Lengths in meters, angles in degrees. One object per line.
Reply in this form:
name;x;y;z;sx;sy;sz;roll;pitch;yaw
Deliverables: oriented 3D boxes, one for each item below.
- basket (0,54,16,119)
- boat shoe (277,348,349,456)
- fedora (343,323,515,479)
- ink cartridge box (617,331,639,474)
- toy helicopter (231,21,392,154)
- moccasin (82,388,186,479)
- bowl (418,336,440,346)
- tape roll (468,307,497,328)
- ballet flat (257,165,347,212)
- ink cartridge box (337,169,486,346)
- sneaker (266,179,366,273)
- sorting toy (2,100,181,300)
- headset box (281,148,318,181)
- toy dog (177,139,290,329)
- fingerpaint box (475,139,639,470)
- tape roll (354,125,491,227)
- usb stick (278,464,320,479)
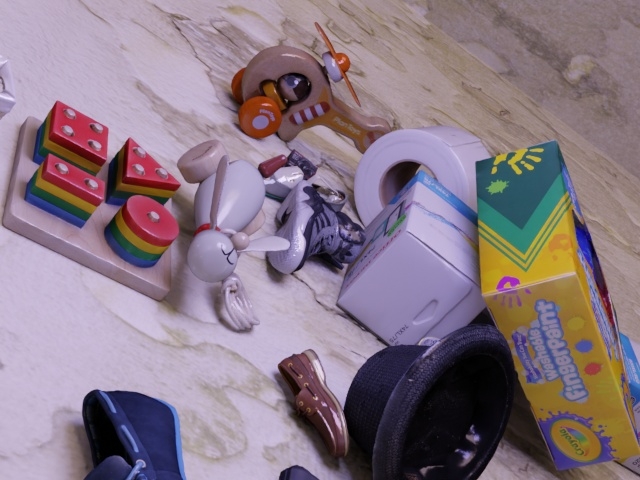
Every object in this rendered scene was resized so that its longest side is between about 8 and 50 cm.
basket;-0.521;-0.215;1.584;0.167;0.103;0.113;20;34;-37
boat shoe;-0.010;0.239;1.658;0.060;0.064;0.178;-12;54;-20
fedora;0.145;0.245;1.691;0.152;0.334;0.334;22;11;36
ink cartridge box;0.611;0.323;2.256;0.232;0.171;0.168;31;28;-21
toy helicopter;0.011;-0.278;2.275;0.355;0.235;0.140;26;30;-31
moccasin;-0.214;0.288;1.239;0.116;0.138;0.342;24;17;-25
bowl;0.202;0.250;1.902;0.170;0.080;0.170;32;27;-19
tape roll;0.325;0.131;2.269;0.219;0.072;0.219;32;28;-19
ballet flat;-0.039;-0.103;2.125;0.213;0.068;0.072;22;29;-35
ink cartridge box;0.179;0.047;2.050;0.197;0.198;0.270;38;25;-9
sneaker;0.000;0.000;1.979;0.153;0.101;0.268;33;24;-13
sorting toy;-0.312;-0.072;1.670;0.255;0.089;0.257;29;28;-26
headset box;-0.041;-0.137;2.216;0.062;0.032;0.083;38;27;-9
toy dog;-0.117;-0.049;1.752;0.220;0.161;0.334;52;13;-43
fingerpaint box;0.418;0.114;2.016;0.371;0.163;0.445;-82;151;-51
tape roll;0.209;-0.103;2.273;0.246;0.246;0.169;49;27;14
usb stick;-0.034;0.383;1.407;0.077;0.045;0.278;35;26;-13
